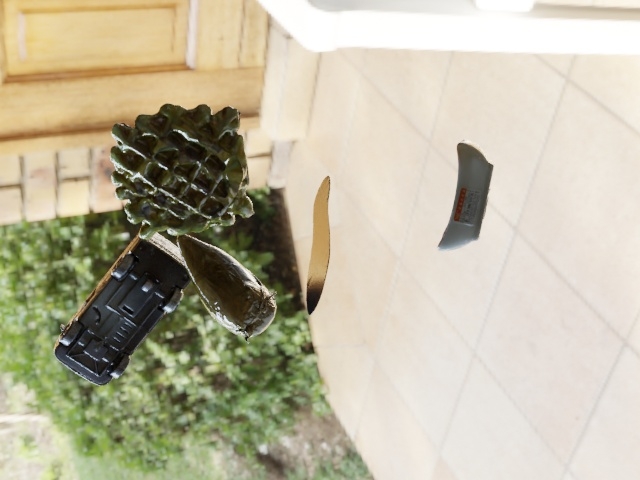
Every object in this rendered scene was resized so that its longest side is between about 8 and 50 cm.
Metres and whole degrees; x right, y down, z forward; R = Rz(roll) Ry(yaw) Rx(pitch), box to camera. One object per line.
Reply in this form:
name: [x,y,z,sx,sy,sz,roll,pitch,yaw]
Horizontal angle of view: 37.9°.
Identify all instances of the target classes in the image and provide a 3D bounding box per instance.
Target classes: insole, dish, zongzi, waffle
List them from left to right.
waffle: [-0.209,-0.101,1.386,0.054,0.204,0.223,-101,4,-57]
zongzi: [-0.162,0.065,1.510,0.197,0.099,0.194,49,172,-14]
insole: [0.000,0.000,1.325,0.253,0.005,0.086,-87,21,-44]
dish: [0.285,-0.083,1.793,0.151,0.077,0.212,-38,-41,-76]

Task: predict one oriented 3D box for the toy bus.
toy bus: [-0.374,0.123,1.772,0.289,0.139,0.157,-52,16,7]
